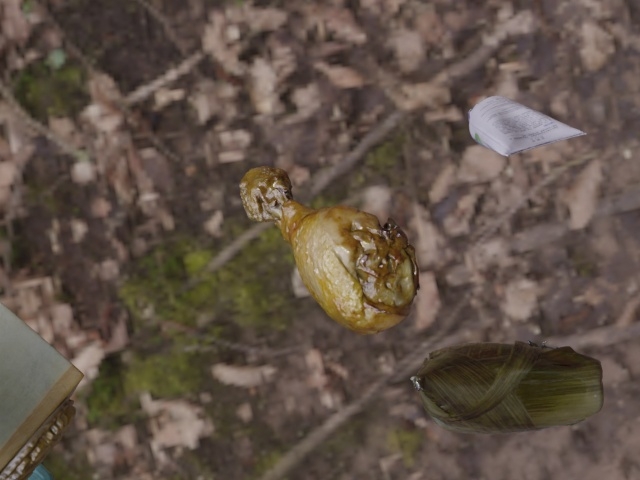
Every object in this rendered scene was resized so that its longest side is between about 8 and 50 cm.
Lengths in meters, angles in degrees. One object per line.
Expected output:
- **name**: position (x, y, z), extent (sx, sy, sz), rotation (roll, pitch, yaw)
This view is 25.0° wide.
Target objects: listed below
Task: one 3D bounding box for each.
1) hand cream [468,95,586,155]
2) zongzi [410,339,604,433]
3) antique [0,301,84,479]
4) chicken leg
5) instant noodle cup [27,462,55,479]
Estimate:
- **hand cream**: position (0.187, -0.106, 1.400), extent (0.142, 0.084, 0.053), rotation (-139, 35, -62)
- **zongzi**: position (0.224, 0.166, 1.706), extent (0.242, 0.221, 0.112), rotation (53, -148, -74)
- **antique**: position (-0.325, 0.166, 1.398), extent (0.148, 0.152, 0.147), rotation (40, 153, -2)
- **chicken leg**: position (-0.003, 0.000, 1.312), extent (0.251, 0.087, 0.107), rotation (39, 129, 48)
- **instant noodle cup**: position (-0.406, 0.371, 1.914), extent (0.070, 0.157, 0.179), rotation (25, 138, 28)
